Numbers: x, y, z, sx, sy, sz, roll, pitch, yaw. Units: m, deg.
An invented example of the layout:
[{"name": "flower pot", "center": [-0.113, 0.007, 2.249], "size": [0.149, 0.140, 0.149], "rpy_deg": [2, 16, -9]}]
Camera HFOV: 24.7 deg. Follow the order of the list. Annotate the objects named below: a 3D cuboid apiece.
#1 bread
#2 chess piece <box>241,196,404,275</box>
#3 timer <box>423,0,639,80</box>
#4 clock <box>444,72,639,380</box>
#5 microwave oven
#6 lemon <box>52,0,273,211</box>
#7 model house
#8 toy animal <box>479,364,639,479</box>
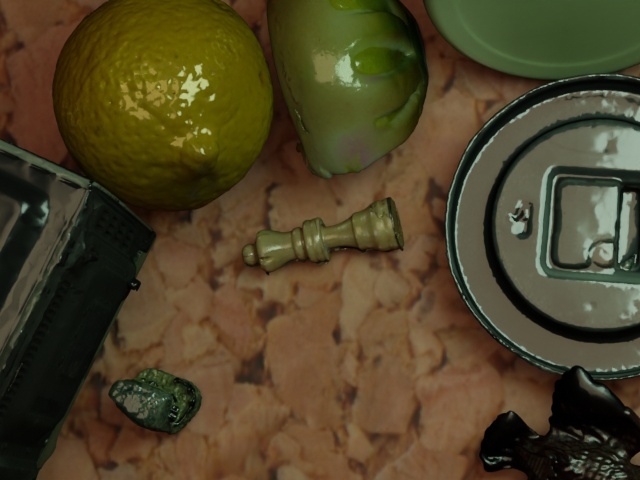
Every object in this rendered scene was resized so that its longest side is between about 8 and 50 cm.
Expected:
[{"name": "bread", "center": [0.026, -0.197, 1.536], "size": [0.158, 0.156, 0.260], "rpy_deg": [-15, 80, 8]}, {"name": "chess piece", "center": [0.000, 0.000, 1.564], "size": [0.172, 0.060, 0.060], "rpy_deg": [-13, 80, 10]}, {"name": "timer", "center": [0.247, -0.372, 1.499], "size": [0.291, 0.290, 0.315], "rpy_deg": [-3, 58, 9]}, {"name": "clock", "center": [0.287, -0.012, 1.512], "size": [0.319, 0.066, 0.318], "rpy_deg": [-1, 82, 8]}, {"name": "microwave oven", "center": [-0.343, 0.091, 1.493], "size": [0.219, 0.286, 0.354], "rpy_deg": [25, 82, 11]}, {"name": "lemon", "center": [-0.163, -0.144, 1.512], "size": [0.229, 0.228, 0.253], "rpy_deg": [-14, 41, 7]}, {"name": "model house", "center": [-0.176, 0.168, 1.551], "size": [0.079, 0.083, 0.066], "rpy_deg": [25, 85, 13]}, {"name": "toy animal", "center": [0.264, 0.231, 1.474], "size": [0.180, 0.116, 0.218], "rpy_deg": [11, 105, -21]}]
